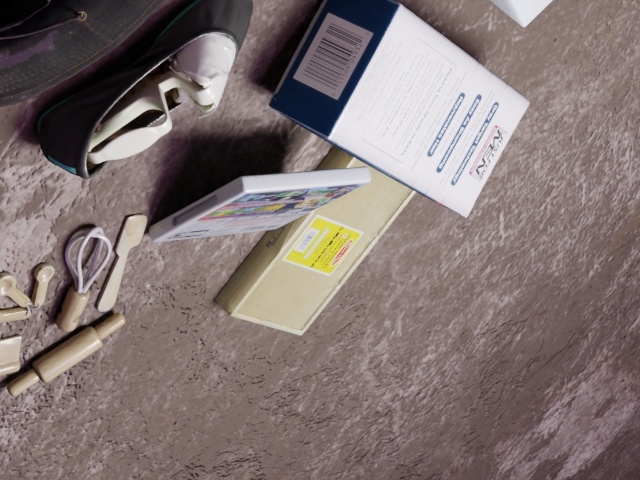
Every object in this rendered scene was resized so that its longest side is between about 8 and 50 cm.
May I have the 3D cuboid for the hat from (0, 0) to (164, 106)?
[{"bbox_3d":[-0.282,-0.272,1.530,0.331,0.134,0.331,-15,143,-12],"label":"hat"}]

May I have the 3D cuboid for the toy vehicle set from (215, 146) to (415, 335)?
[{"bbox_3d":[0.000,0.000,2.231,0.267,0.035,0.166,-51,147,11],"label":"toy vehicle set"}]

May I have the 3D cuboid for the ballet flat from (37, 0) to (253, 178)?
[{"bbox_3d":[-0.164,-0.155,1.821,0.280,0.096,0.095,-38,147,-9],"label":"ballet flat"}]

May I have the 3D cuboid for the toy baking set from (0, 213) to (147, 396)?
[{"bbox_3d":[-0.295,0.078,2.003,0.256,0.030,0.196,-31,145,-19],"label":"toy baking set"}]

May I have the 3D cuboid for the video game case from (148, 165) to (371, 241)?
[{"bbox_3d":[-0.071,-0.043,2.030,0.201,0.023,0.183,-6,166,-44],"label":"video game case"}]

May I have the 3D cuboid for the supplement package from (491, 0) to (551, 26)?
[{"bbox_3d":[0.224,-0.416,1.856,0.263,0.198,0.199,-44,148,-1],"label":"supplement package"}]

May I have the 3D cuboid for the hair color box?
[{"bbox_3d":[0.101,-0.163,2.065,0.347,0.105,0.173,26,94,-55],"label":"hair color box"}]
